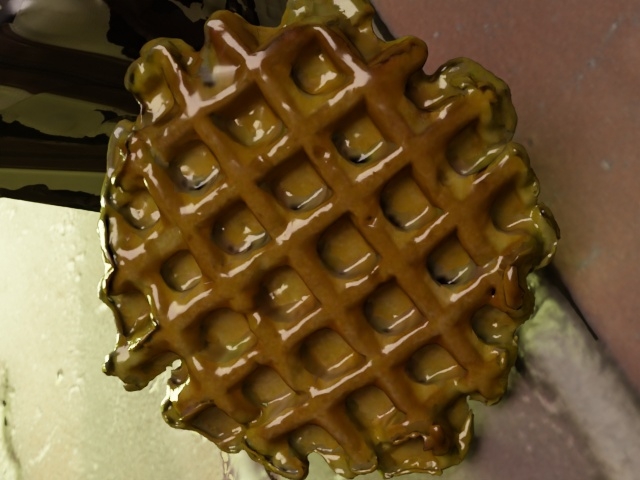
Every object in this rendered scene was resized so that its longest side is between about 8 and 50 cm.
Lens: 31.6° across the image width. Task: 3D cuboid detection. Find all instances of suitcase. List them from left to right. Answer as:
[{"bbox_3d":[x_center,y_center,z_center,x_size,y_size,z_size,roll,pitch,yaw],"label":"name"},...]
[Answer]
[{"bbox_3d":[-0.219,-0.142,0.895,0.339,0.351,0.194,-26,70,29],"label":"suitcase"}]

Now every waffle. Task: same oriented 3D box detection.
[{"bbox_3d":[0.000,0.000,0.735,0.301,0.068,0.325,10,100,7],"label":"waffle"}]
